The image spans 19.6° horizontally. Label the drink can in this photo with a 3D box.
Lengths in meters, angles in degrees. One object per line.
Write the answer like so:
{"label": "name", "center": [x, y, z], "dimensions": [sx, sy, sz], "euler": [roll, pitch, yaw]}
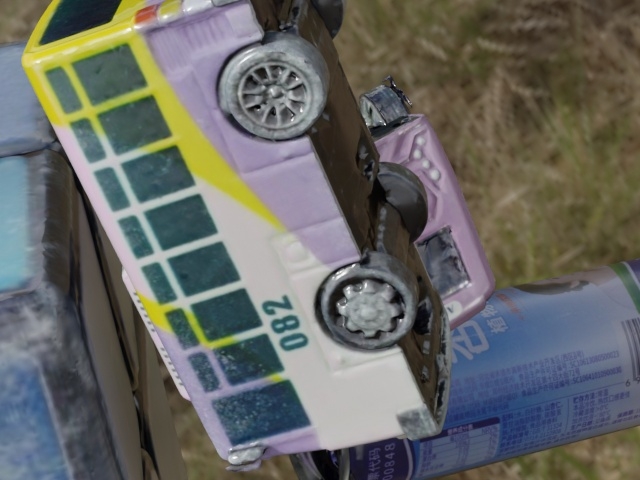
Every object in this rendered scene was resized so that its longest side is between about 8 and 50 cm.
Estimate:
{"label": "drink can", "center": [0.100, 0.073, 1.005], "dimensions": [0.235, 0.097, 0.097], "euler": [-13, 39, -20]}

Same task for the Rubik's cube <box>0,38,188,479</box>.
{"label": "Rubik's cube", "center": [-0.232, 0.117, 0.886], "dimensions": [0.318, 0.313, 0.316], "euler": [-12, 28, -2]}

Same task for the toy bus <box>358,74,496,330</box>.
{"label": "toy bus", "center": [0.000, 0.000, 0.821], "dimensions": [0.096, 0.108, 0.199], "euler": [-29, 7, -13]}

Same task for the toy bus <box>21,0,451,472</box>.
{"label": "toy bus", "center": [-0.013, -0.007, 0.361], "dimensions": [0.058, 0.102, 0.052], "euler": [-16, 26, 15]}
